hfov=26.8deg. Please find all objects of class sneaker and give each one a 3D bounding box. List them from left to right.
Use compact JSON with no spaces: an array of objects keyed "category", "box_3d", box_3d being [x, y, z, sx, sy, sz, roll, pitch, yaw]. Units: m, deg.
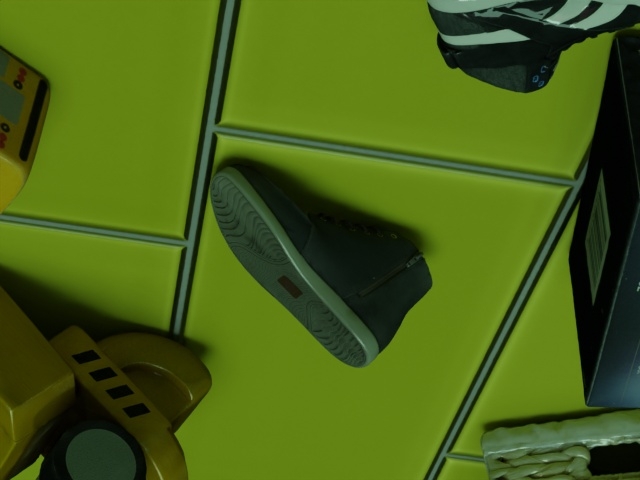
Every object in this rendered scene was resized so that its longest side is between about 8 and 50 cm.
[{"category":"sneaker","box_3d":[0.000,0.000,1.237,0.222,0.118,0.083,51,147,-10]},{"category":"sneaker","box_3d":[0.193,-0.170,1.007,0.217,0.079,0.121,0,145,17]}]

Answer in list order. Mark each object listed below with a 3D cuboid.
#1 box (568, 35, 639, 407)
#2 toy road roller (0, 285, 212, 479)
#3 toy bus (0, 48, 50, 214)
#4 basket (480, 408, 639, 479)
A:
[{"category":"box","box_3d":[0.376,-0.005,1.111,0.294,0.182,0.296,0,142,2]},{"category":"toy road roller","box_3d":[-0.269,0.164,1.395,0.329,0.241,0.202,46,136,7]},{"category":"toy bus","box_3d":[-0.370,-0.041,1.174,0.333,0.108,0.130,-30,131,34]},{"category":"basket","box_3d":[0.371,0.385,1.534,0.328,0.266,0.331,-8,142,12]}]
